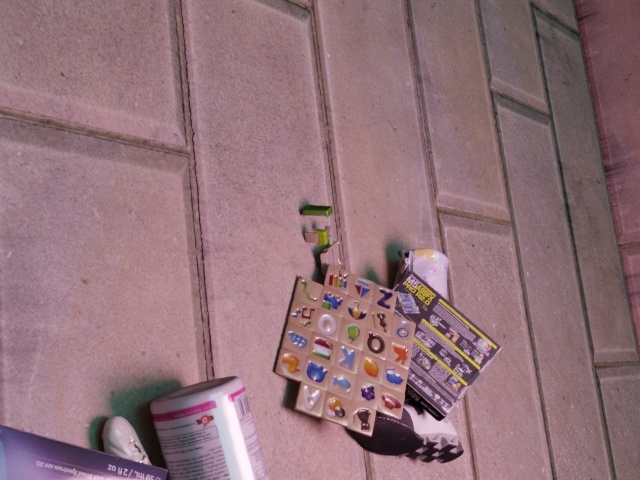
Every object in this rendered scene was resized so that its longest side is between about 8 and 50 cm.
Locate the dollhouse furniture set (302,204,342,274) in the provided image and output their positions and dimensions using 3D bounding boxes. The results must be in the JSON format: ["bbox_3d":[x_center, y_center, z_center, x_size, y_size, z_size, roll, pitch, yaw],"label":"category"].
[{"bbox_3d":[0.000,0.000,1.958,0.076,0.059,0.151,-43,131,-57],"label":"dollhouse furniture set"}]

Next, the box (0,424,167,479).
[{"bbox_3d":[-0.386,0.426,1.188,0.296,0.183,0.294,30,57,-42],"label":"box"}]

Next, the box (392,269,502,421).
[{"bbox_3d":[0.231,0.231,1.971,0.270,0.060,0.216,40,66,8],"label":"box"}]

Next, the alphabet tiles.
[{"bbox_3d":[0.059,0.223,1.856,0.285,0.011,0.342,23,56,-14],"label":"alphabet tiles"}]

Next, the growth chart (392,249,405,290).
[{"bbox_3d":[0.220,0.141,2.188,0.172,0.021,0.237,49,44,-30],"label":"growth chart"}]

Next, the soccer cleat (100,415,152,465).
[{"bbox_3d":[-0.289,0.370,1.414,0.068,0.076,0.196,-19,92,-53],"label":"soccer cleat"}]

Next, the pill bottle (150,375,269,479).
[{"bbox_3d":[-0.174,0.383,1.487,0.160,0.160,0.283,-14,88,-53],"label":"pill bottle"}]

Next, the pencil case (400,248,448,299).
[{"bbox_3d":[0.242,0.155,2.099,0.124,0.114,0.273,33,53,-49],"label":"pencil case"}]

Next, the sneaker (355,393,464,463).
[{"bbox_3d":[0.183,0.400,1.993,0.331,0.122,0.146,27,39,-43],"label":"sneaker"}]
